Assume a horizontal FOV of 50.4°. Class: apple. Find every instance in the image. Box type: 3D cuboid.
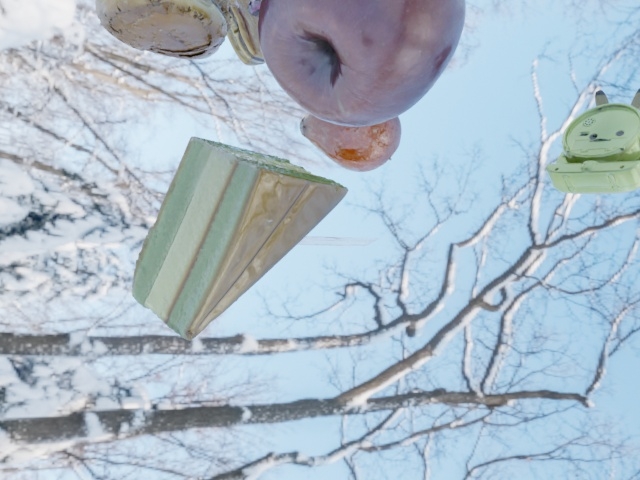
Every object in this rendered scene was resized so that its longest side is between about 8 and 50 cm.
[{"bbox_3d":[0.060,-0.317,0.992,0.306,0.235,0.305,29,-35,23],"label":"apple"}]

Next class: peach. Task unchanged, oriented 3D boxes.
[{"bbox_3d":[0.062,-0.256,1.550,0.233,0.233,0.232,-15,-109,51],"label":"peach"}]

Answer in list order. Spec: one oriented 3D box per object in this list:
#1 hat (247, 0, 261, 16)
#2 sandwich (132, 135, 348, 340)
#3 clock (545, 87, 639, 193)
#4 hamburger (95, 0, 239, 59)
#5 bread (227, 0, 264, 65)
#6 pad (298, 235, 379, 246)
[{"bbox_3d":[-0.111,-0.576,1.396,0.129,0.140,0.227,40,-66,50],"label":"hat"},{"bbox_3d":[-0.082,0.000,0.693,0.117,0.144,0.187,29,-82,37],"label":"sandwich"},{"bbox_3d":[0.522,-0.187,1.240,0.170,0.069,0.231,2,-128,42],"label":"clock"},{"bbox_3d":[-0.272,-0.435,1.170,0.260,0.245,0.211,78,12,-80],"label":"hamburger"},{"bbox_3d":[-0.182,-0.518,1.628,0.077,0.116,0.200,-20,-84,35],"label":"bread"},{"bbox_3d":[0.000,0.000,1.433,0.232,0.156,0.004,2,-84,17],"label":"pad"}]
